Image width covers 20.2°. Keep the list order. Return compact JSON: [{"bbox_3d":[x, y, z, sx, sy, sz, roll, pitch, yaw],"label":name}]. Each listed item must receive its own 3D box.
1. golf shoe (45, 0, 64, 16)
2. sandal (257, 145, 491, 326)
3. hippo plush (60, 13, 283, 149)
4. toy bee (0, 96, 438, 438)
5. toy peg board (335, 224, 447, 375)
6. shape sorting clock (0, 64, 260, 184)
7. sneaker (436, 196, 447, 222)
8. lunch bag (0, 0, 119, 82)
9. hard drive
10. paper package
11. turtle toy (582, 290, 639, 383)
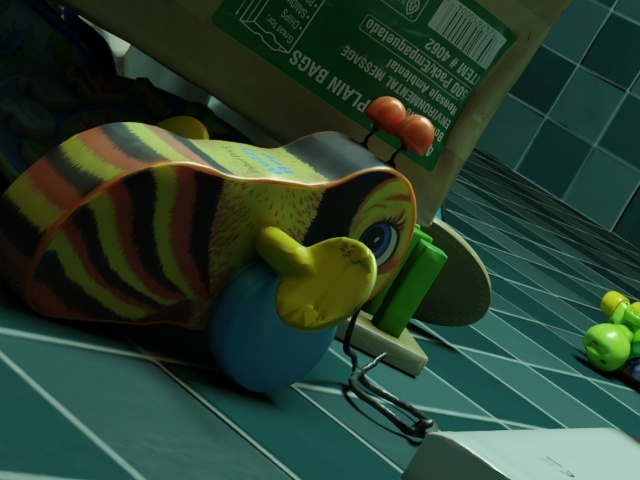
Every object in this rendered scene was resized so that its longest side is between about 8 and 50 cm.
[{"bbox_3d":[-0.314,-0.239,1.482,0.273,0.105,0.120,32,1,10],"label":"golf shoe"},{"bbox_3d":[0.023,-0.024,1.333,0.240,0.088,0.079,24,34,-9],"label":"sandal"},{"bbox_3d":[-0.042,-0.179,1.431,0.294,0.237,0.234,29,0,-23],"label":"hippo plush"},{"bbox_3d":[-0.024,-0.014,0.929,0.195,0.162,0.298,32,8,25],"label":"toy bee"},{"bbox_3d":[0.000,0.000,1.203,0.160,0.079,0.161,28,8,-17],"label":"toy peg board"},{"bbox_3d":[-0.104,-0.047,1.082,0.206,0.040,0.206,19,25,-9],"label":"shape sorting clock"},{"bbox_3d":[0.046,-0.069,1.760,0.139,0.125,0.341,1,16,-6],"label":"sneaker"},{"bbox_3d":[-0.193,-0.115,1.206,0.151,0.096,0.129,42,0,-29],"label":"lunch bag"},{"bbox_3d":[0.187,0.169,0.972,0.203,0.040,0.307,34,9,24],"label":"hard drive"},{"bbox_3d":[-0.055,-0.175,1.095,0.324,0.168,0.309,32,3,-15],"label":"paper package"},{"bbox_3d":[0.290,0.097,1.656,0.130,0.066,0.095,20,13,-48],"label":"turtle toy"}]
